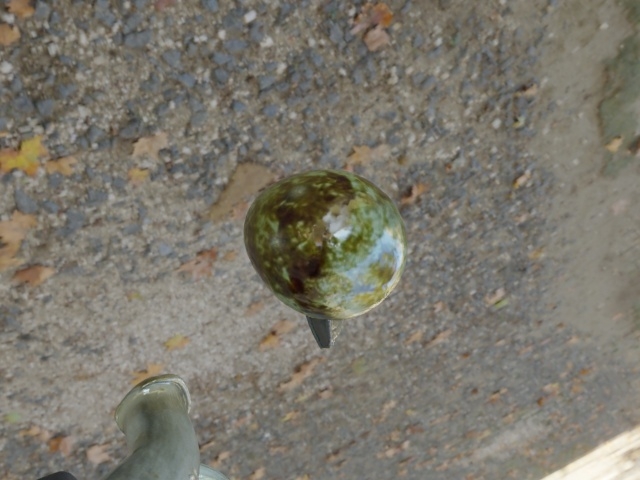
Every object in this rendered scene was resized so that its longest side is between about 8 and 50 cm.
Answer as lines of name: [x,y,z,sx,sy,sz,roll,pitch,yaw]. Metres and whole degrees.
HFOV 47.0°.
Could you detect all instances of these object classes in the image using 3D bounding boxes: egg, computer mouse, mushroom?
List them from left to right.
mushroom: [-0.143,0.193,0.610,0.092,0.223,0.081,-8,116,5]
egg: [0.000,0.000,1.183,0.238,0.289,0.238,-37,139,-42]
computer mouse: [0.007,0.112,1.420,0.071,0.126,0.231,11,134,17]

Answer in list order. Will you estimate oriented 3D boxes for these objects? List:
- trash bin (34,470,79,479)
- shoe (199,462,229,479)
trash bin: [-0.398,0.510,1.098,0.182,0.290,0.209,-24,121,-10]
shoe: [-0.139,0.506,1.261,0.124,0.316,0.159,-41,169,-27]
